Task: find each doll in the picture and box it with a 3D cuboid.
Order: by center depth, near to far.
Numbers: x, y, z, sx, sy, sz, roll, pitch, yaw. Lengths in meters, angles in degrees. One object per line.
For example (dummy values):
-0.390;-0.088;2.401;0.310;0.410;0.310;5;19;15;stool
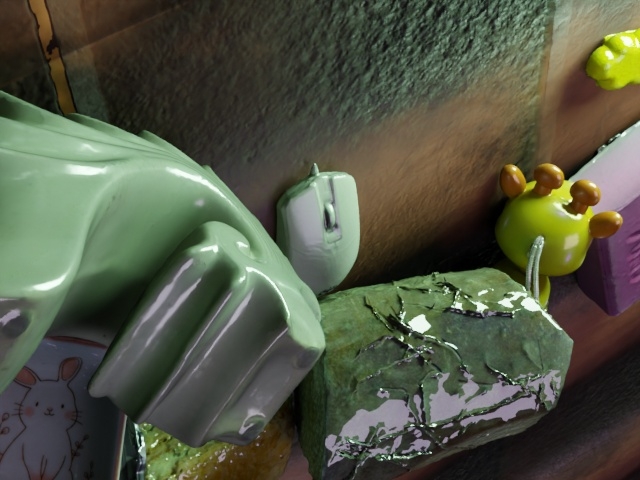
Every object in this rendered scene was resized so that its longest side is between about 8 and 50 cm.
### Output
0.244;0.005;1.358;0.135;0.143;0.221;-51;166;-46;doll

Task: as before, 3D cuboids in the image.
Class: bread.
-0.114;0.221;1.254;0.196;0.102;0.138;-21;143;-30;bread

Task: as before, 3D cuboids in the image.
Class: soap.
0.400;-0.031;1.502;0.181;0.081;0.259;-37;146;-7;soap

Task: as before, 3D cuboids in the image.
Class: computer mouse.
0.000;0.000;1.168;0.089;0.056;0.182;-27;143;-28;computer mouse

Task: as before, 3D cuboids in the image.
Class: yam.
0.109;0.132;1.242;0.271;0.202;0.201;-3;108;-15;yam

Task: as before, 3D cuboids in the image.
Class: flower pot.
-0.175;0.014;0.837;0.367;0.254;0.164;16;115;-49;flower pot

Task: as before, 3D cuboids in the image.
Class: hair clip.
0.361;-0.206;1.305;0.173;0.046;0.072;-18;135;-28;hair clip

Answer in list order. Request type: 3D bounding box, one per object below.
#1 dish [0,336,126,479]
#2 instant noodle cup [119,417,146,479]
-0.239;0.191;0.969;0.154;0.234;0.064;7;175;-5;dish
-0.245;0.218;1.078;0.125;0.178;0.208;-2;142;-27;instant noodle cup
